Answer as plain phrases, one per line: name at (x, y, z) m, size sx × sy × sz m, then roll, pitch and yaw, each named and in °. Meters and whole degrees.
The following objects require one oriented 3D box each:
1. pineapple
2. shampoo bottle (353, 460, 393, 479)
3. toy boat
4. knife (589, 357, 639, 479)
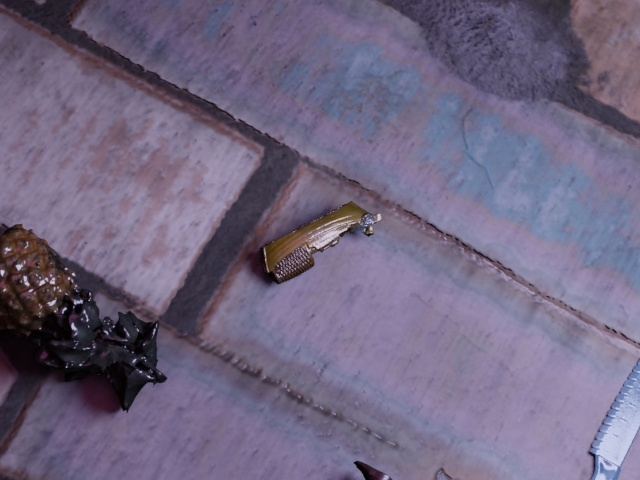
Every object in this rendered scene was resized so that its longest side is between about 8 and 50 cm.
pineapple at (-0.266, 0.085, 1.837) m, size 0.237 × 0.111 × 0.119 m, roll 40°, pitch 99°, yaw -2°
shampoo bottle at (0.007, 0.342, 1.798) m, size 0.068 × 0.067 × 0.236 m, roll 40°, pitch 65°, yaw -13°
toy boat at (0.000, 0.000, 1.943) m, size 0.149 × 0.047 × 0.049 m, roll -27°, pitch 89°, yaw -16°
knife at (0.322, 0.238, 1.920) m, size 0.044 × 0.019 × 0.313 m, roll 29°, pitch 65°, yaw 6°
